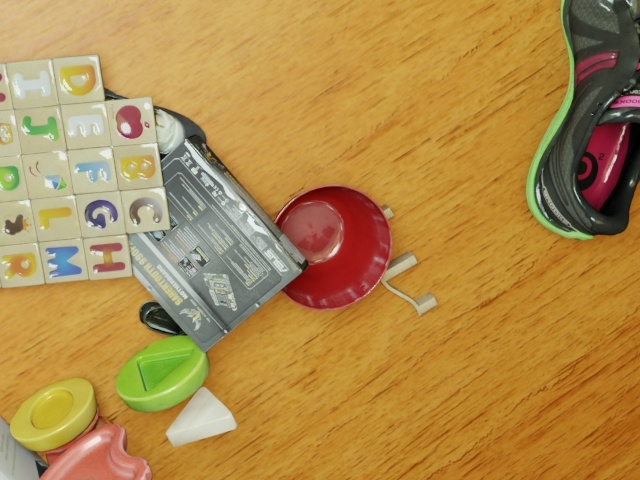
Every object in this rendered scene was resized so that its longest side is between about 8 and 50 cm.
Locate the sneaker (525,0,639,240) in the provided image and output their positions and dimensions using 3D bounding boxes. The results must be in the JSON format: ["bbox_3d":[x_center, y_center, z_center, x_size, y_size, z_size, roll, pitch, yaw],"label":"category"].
[{"bbox_3d":[0.441,-0.227,1.281,0.185,0.202,0.482,2,105,-18],"label":"sneaker"}]

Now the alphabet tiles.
[{"bbox_3d":[-0.371,-0.080,1.122,0.343,0.011,0.285,-5,103,0],"label":"alphabet tiles"}]

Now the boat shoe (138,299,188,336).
[{"bbox_3d":[-0.193,0.119,1.270,0.133,0.042,0.048,16,98,-22],"label":"boat shoe"}]

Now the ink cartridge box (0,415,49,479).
[{"bbox_3d":[-0.472,0.439,1.205,0.285,0.166,0.395,-36,111,-4],"label":"ink cartridge box"}]

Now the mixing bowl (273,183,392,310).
[{"bbox_3d":[0.000,0.000,1.265,0.181,0.098,0.181,-5,106,-17],"label":"mixing bowl"}]

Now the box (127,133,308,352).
[{"bbox_3d":[-0.158,0.006,1.177,0.183,0.056,0.231,-41,93,16],"label":"box"}]

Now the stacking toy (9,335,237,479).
[{"bbox_3d":[-0.241,0.276,1.167,0.280,0.309,0.130,-27,119,-11],"label":"stacking toy"}]

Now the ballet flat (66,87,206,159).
[{"bbox_3d":[-0.242,-0.150,1.163,0.203,0.074,0.074,20,98,-22],"label":"ballet flat"}]

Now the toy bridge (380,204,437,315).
[{"bbox_3d":[0.115,0.040,1.351,0.063,0.026,0.188,-30,112,-5],"label":"toy bridge"}]
